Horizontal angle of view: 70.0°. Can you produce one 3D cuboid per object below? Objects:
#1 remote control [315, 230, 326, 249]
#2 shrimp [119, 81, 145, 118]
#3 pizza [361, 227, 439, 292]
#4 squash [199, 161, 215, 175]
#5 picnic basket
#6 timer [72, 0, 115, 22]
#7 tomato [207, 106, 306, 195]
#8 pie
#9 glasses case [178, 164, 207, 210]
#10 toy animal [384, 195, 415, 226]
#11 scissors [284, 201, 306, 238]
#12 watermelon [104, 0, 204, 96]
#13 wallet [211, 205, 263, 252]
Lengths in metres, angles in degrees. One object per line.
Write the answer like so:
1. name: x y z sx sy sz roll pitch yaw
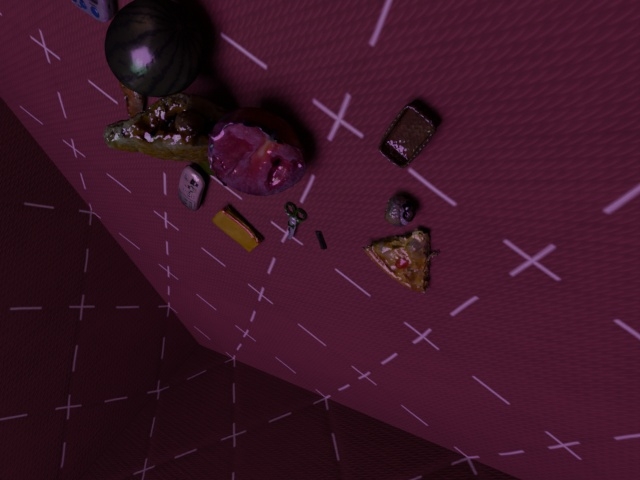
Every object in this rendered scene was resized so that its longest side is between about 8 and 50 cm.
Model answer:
1. remote control: 0.000 0.000 1.843 0.034 0.016 0.091 17 141 39
2. shrimp: -0.791 -0.590 1.913 0.154 0.062 0.294 48 146 11
3. pizza: 0.283 0.047 1.556 0.279 0.075 0.288 33 147 10
4. squash: -0.478 -0.367 1.846 0.069 0.069 0.258 18 141 31
5. picnic basket: 0.236 -0.283 1.225 0.110 0.055 0.193 41 148 2
6. timer: -0.795 -0.868 1.566 0.208 0.069 0.191 36 147 8
7. tomato: -0.216 -0.302 1.492 0.334 0.176 0.289 19 137 -30
8. pie: -0.509 -0.373 1.599 0.417 0.395 0.181 -4 87 24
9. glasses case: -0.593 -0.237 2.109 0.122 0.075 0.314 43 148 1
10. toy animal: 0.246 -0.084 1.429 0.098 0.098 0.137 34 164 10
11. scissors: -0.111 -0.070 1.863 0.101 0.027 0.204 35 145 14
12. watermelon: -0.518 -0.588 1.421 0.359 0.279 0.279 1 131 51
13. wallet: -0.380 -0.057 2.129 0.241 0.067 0.141 42 143 -11
